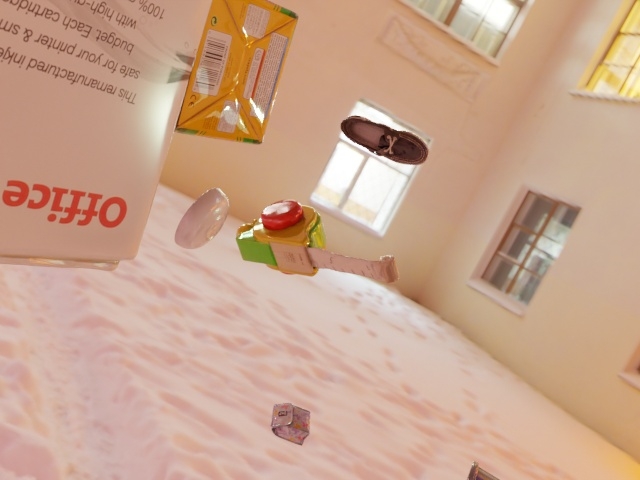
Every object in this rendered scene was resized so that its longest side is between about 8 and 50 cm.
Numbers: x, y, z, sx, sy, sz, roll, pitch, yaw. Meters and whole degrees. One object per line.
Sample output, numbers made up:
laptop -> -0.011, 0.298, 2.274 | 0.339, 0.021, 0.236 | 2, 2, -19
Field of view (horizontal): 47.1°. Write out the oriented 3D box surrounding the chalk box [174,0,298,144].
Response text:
chalk box -> -0.154, -0.186, 0.694 | 0.213, 0.132, 0.132 | 25, 14, 28

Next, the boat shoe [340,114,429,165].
boat shoe -> 0.084, -0.133, 0.973 | 0.125, 0.046, 0.038 | 30, 21, 19

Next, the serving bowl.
serving bowl -> -0.135, -0.021, 0.869 | 0.027, 0.083, 0.083 | 37, 6, 11

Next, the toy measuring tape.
toy measuring tape -> 0.000, 0.000, 1.142 | 0.330, 0.121, 0.121 | 8, -9, 38

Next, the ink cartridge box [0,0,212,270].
ink cartridge box -> -0.150, -0.135, 0.327 | 0.114, 0.273, 0.197 | 20, 6, 29

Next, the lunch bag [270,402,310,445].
lunch bag -> -0.066, 0.390, 1.576 | 0.083, 0.053, 0.071 | 23, 27, -10

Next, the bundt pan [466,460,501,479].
bundt pan -> 0.192, 0.454, 0.908 | 0.124, 0.331, 0.331 | 20, 2, 17
